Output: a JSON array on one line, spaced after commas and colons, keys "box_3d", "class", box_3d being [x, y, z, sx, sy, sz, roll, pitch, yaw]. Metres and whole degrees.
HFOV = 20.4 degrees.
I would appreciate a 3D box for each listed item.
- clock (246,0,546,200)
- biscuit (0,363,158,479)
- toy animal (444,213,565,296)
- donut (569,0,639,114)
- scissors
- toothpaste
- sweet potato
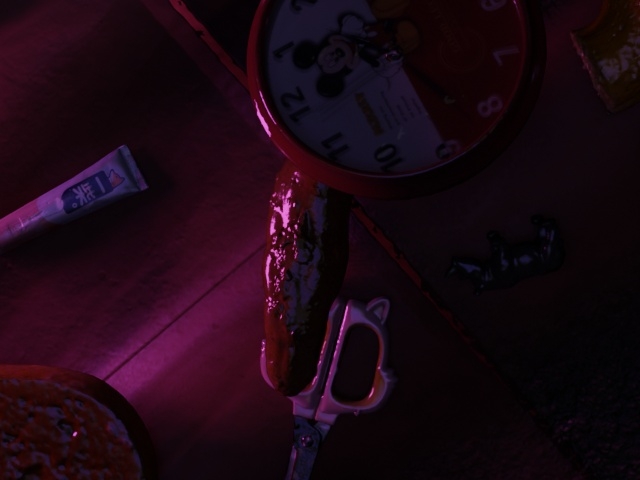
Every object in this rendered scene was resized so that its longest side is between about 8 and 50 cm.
[{"box_3d": [0.079, -0.195, 1.874, 0.318, 0.080, 0.318, -2, 77, 9], "class": "clock"}, {"box_3d": [-0.367, 0.297, 2.046, 0.367, 0.063, 0.314, -2, 101, 7], "class": "biscuit"}, {"box_3d": [0.200, 0.021, 1.941, 0.136, 0.047, 0.065, -18, 105, 4], "class": "toy animal"}, {"box_3d": [0.313, -0.277, 1.861, 0.152, 0.101, 0.259, -28, 91, 5], "class": "donut"}, {"box_3d": [-0.006, 0.201, 2.005, 0.160, 0.024, 0.317, 15, 101, 4], "class": "scissors"}, {"box_3d": [-0.295, -0.037, 1.998, 0.205, 0.036, 0.056, -27, 96, 6], "class": "toothpaste"}, {"box_3d": [-0.012, -0.008, 1.932, 0.106, 0.095, 0.354, 18, 90, -12], "class": "sweet potato"}]
